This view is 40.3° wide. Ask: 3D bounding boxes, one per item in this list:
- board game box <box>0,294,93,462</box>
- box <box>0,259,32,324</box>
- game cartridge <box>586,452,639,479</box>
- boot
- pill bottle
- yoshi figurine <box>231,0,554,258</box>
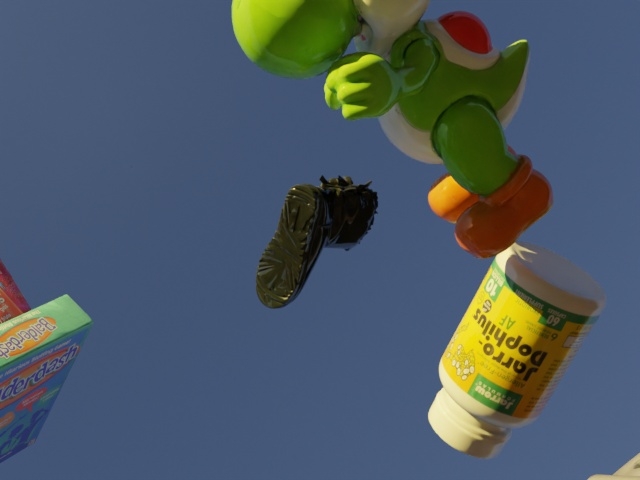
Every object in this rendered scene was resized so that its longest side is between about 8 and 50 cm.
[{"bbox_3d":[-0.333,0.165,0.884,0.047,0.160,0.210,41,-57,13],"label":"board game box"},{"bbox_3d":[-0.462,0.151,1.063,0.128,0.122,0.257,51,-59,22],"label":"box"},{"bbox_3d":[0.118,0.199,0.406,0.355,0.230,0.068,-29,-98,-20],"label":"game cartridge"},{"bbox_3d":[-0.001,0.000,0.760,0.045,0.099,0.121,28,-71,30],"label":"boot"},{"bbox_3d":[0.193,0.117,0.898,0.117,0.118,0.209,19,-68,-13],"label":"pill bottle"},{"bbox_3d":[0.050,-0.143,0.796,0.362,0.203,0.203,53,-133,-22],"label":"yoshi figurine"}]
